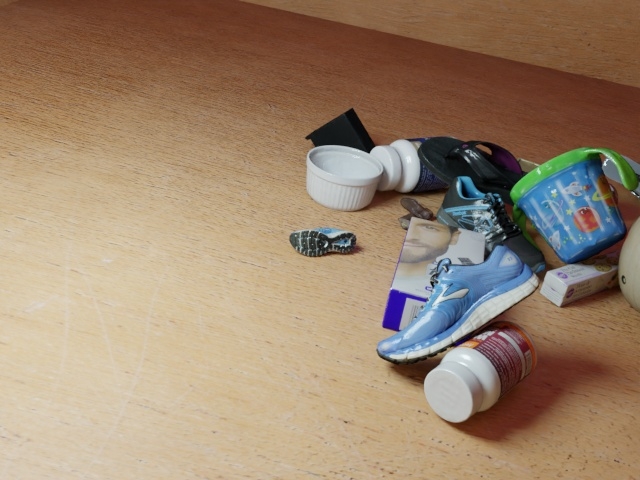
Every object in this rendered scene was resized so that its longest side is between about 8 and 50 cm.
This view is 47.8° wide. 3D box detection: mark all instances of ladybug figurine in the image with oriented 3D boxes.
[{"bbox_3d":[0.848,0.065,1.708,0.449,0.162,0.305,-16,68,-40],"label":"ladybug figurine"}]

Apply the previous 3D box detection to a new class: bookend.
[{"bbox_3d":[0.065,-0.288,2.168,0.157,0.156,0.072,57,33,-9],"label":"bookend"}]

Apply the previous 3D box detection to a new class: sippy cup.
[{"bbox_3d":[0.617,-0.071,1.757,0.240,0.305,0.224,-22,72,-3],"label":"sippy cup"}]

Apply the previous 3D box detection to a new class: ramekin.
[{"bbox_3d":[0.058,-0.164,1.936,0.207,0.109,0.207,8,30,-5],"label":"ramekin"}]

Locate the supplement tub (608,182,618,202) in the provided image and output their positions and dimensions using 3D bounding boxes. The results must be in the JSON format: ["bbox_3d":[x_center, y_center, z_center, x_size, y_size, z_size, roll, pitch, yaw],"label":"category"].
[{"bbox_3d":[0.755,-0.124,2.088,0.198,0.106,0.106,3,30,-26],"label":"supplement tub"}]

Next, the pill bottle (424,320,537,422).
[{"bbox_3d":[0.293,0.238,1.318,0.121,0.121,0.221,32,36,32],"label":"pill bottle"}]

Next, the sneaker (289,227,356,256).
[{"bbox_3d":[0.000,0.000,1.706,0.162,0.063,0.073,2,13,-23],"label":"sneaker"}]

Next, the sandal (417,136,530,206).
[{"bbox_3d":[0.482,-0.193,1.953,0.445,0.107,0.167,22,48,-2],"label":"sandal"}]

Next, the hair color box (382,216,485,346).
[{"bbox_3d":[0.257,0.081,1.590,0.185,0.110,0.339,14,28,7],"label":"hair color box"}]

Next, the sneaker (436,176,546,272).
[{"bbox_3d":[0.428,-0.037,1.814,0.125,0.140,0.341,-12,38,-38],"label":"sneaker"}]

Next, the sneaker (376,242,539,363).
[{"bbox_3d":[0.241,0.119,1.370,0.330,0.130,0.147,-32,76,-4],"label":"sneaker"}]

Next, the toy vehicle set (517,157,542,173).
[{"bbox_3d":[0.653,-0.177,2.230,0.166,0.035,0.267,23,32,20],"label":"toy vehicle set"}]

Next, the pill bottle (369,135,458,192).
[{"bbox_3d":[0.274,-0.214,2.052,0.264,0.153,0.153,-9,36,-30],"label":"pill bottle"}]

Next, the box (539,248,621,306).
[{"bbox_3d":[0.667,0.086,1.759,0.324,0.063,0.067,-11,36,-34],"label":"box"}]

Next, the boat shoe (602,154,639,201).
[{"bbox_3d":[1.034,-0.171,2.278,0.306,0.113,0.105,31,16,22],"label":"boat shoe"}]

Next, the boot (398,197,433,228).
[{"bbox_3d":[0.229,-0.070,1.911,0.106,0.037,0.114,26,38,29],"label":"boot"}]

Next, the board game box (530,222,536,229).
[{"bbox_3d":[0.683,-0.044,2.006,0.181,0.043,0.092,18,30,11],"label":"board game box"}]
